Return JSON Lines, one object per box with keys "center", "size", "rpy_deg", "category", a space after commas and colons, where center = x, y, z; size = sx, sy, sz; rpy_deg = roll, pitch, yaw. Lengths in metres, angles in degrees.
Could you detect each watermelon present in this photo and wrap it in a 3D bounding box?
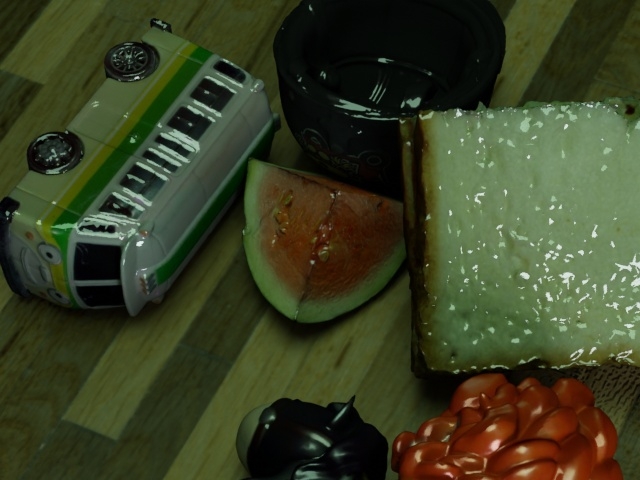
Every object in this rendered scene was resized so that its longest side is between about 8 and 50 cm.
{"center": [-0.001, 0.008, 1.868], "size": [0.193, 0.137, 0.145], "rpy_deg": [16, 93, 4], "category": "watermelon"}

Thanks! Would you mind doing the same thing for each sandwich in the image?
{"center": [0.240, -0.005, 1.758], "size": [0.325, 0.131, 0.262], "rpy_deg": [-3, 93, 2], "category": "sandwich"}

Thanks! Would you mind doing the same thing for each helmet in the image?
{"center": [0.072, -0.157, 1.945], "size": [0.230, 0.160, 0.279], "rpy_deg": [19, 40, 18], "category": "helmet"}

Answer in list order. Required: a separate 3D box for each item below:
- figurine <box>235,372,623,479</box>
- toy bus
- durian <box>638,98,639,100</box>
{"center": [0.058, 0.247, 1.615], "size": [0.412, 0.241, 0.306], "rpy_deg": [-1, 26, 26], "category": "figurine"}
{"center": [-0.184, -0.062, 1.900], "size": [0.179, 0.143, 0.305], "rpy_deg": [24, 56, 18], "category": "toy bus"}
{"center": [0.454, -0.135, 1.922], "size": [0.250, 0.138, 0.183], "rpy_deg": [-15, 44, -15], "category": "durian"}
